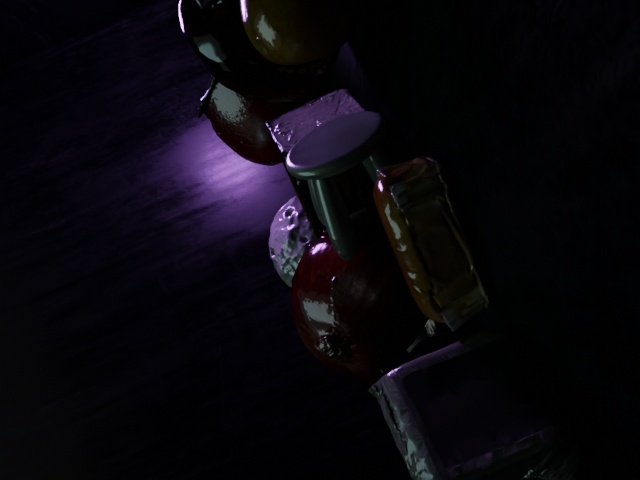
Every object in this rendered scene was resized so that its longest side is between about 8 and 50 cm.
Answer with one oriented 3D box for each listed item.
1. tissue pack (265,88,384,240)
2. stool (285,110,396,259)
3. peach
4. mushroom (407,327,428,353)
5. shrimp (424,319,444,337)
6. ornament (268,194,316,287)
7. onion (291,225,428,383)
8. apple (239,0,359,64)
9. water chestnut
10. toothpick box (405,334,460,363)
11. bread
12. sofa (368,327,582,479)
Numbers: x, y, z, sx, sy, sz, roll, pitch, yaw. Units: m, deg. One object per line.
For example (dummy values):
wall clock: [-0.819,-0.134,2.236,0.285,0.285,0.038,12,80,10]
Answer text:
tissue pack: [0.048,-0.125,1.316,0.198,0.210,0.369,56,171,51]
stool: [0.062,-0.110,1.066,0.198,0.195,0.195,61,-178,-32]
peach: [-0.155,-0.421,1.625,0.338,0.353,0.416,-65,-34,-25]
mushroom: [0.306,0.313,1.624,0.270,0.103,0.118,55,-172,0]
shrimp: [0.273,0.194,1.498,0.152,0.046,0.219,68,-178,-62]
ornament: [0.000,0.000,1.750,0.337,0.337,0.336,156,90,-90]
onion: [0.090,0.117,1.201,0.341,0.342,0.341,156,90,-90]
apple: [-0.033,-0.340,0.819,0.182,0.183,0.155,-115,8,-63]
water chestnut: [-0.102,-0.379,1.026,0.288,0.289,0.244,66,-151,-9]
toothpick box: [0.258,0.312,1.097,0.294,0.192,0.192,-101,-13,-69]
bread: [0.159,0.003,0.849,0.136,0.107,0.241,-107,-7,-71]
sofa: [0.214,0.264,0.808,0.176,0.226,0.210,71,173,-47]
